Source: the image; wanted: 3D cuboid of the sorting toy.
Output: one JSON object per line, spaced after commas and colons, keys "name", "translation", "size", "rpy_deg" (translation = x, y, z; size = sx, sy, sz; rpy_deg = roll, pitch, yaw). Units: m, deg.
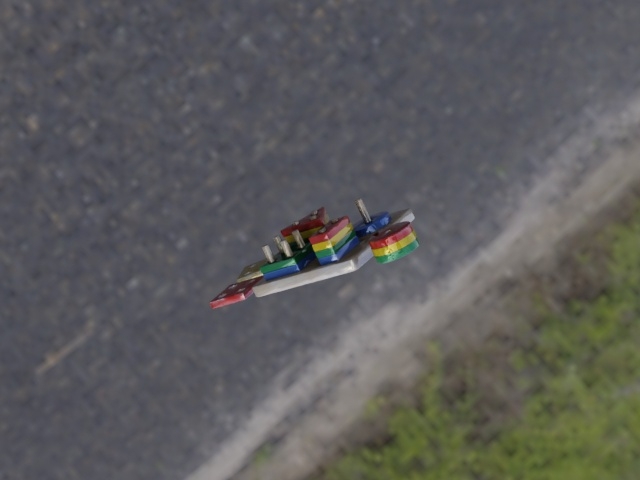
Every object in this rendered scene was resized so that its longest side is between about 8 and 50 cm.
{"name": "sorting toy", "translation": [0.000, 0.000, 1.961], "size": [0.275, 0.046, 0.132], "rpy_deg": [-17, -166, 37]}
